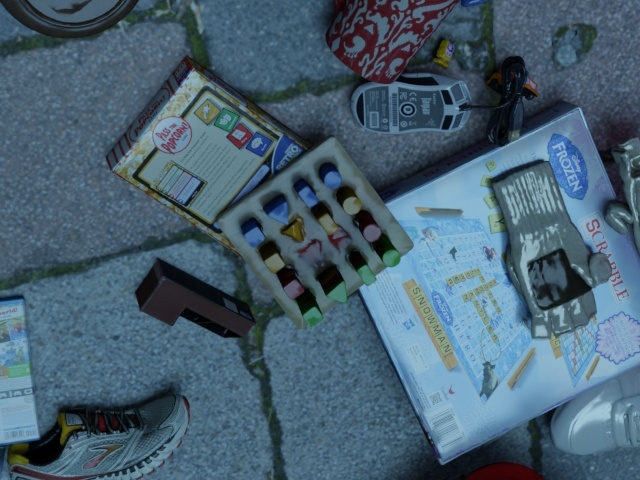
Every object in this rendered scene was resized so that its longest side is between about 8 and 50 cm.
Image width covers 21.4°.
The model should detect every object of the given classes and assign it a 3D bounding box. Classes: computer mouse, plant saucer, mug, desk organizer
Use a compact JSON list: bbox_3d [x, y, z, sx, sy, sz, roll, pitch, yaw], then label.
[{"bbox_3d":[0.130,-0.157,1.870,0.193,0.042,0.106,3,125,6],"label":"computer mouse"},{"bbox_3d":[-0.253,-0.282,1.723,0.168,0.029,0.168,-6,117,-13],"label":"plant saucer"},{"bbox_3d":[0.078,-0.269,1.790,0.113,0.150,0.169,4,131,-45],"label":"mug"},{"bbox_3d":[-0.142,0.077,1.921,0.130,0.047,0.050,29,107,-26],"label":"desk organizer"}]

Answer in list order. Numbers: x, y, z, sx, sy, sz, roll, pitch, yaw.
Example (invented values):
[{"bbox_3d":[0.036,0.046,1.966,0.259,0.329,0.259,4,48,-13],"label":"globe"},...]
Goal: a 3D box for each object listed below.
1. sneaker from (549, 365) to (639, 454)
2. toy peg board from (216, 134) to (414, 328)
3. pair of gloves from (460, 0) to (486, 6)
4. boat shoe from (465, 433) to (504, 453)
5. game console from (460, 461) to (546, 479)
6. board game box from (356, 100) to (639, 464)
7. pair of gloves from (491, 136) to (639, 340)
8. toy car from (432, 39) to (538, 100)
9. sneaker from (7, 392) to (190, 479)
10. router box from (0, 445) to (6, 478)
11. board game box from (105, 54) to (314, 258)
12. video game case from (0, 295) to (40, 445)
[{"bbox_3d":[0.434,0.201,2.095,0.305,0.152,0.114,-19,121,-5],"label":"sneaker"},{"bbox_3d":[0.000,0.000,1.836,0.161,0.079,0.160,-36,108,2],"label":"toy peg board"},{"bbox_3d":[0.178,-0.354,1.818,0.159,0.023,0.198,-16,116,-8],"label":"pair of gloves"},{"bbox_3d":[0.243,0.177,2.079,0.226,0.083,0.076,-34,149,-1],"label":"boat shoe"},{"bbox_3d":[0.226,0.469,2.109,0.342,0.060,0.386,-42,119,15],"label":"game console"},{"bbox_3d":[0.212,0.049,1.958,0.318,0.066,0.318,-25,105,-3],"label":"board game box"},{"bbox_3d":[0.326,-0.006,1.910,0.240,0.042,0.204,-15,103,-8],"label":"pair of gloves"},{"bbox_3d":[0.190,-0.196,1.883,0.122,0.060,0.040,24,78,-31],"label":"toy car"},{"bbox_3d":[-0.254,0.233,1.941,0.225,0.088,0.092,-26,118,-3],"label":"sneaker"},{"bbox_3d":[-0.426,0.262,1.932,0.122,0.038,0.092,4,113,-18],"label":"router box"},{"bbox_3d":[-0.113,-0.088,1.849,0.193,0.045,0.147,35,102,-28],"label":"board game box"},{"bbox_3d":[-0.380,0.150,1.882,0.119,0.015,0.166,-7,103,-13],"label":"video game case"}]
